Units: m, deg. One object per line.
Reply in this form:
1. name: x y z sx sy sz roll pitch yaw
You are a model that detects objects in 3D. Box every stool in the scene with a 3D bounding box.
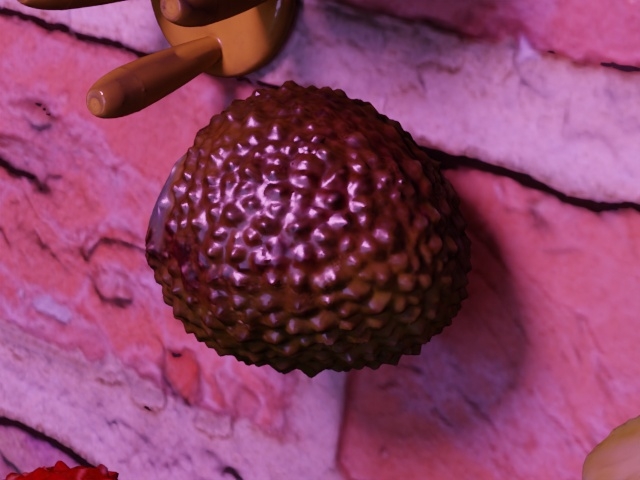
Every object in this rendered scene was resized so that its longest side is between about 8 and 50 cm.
1. stool: -0.087 -0.139 1.092 0.134 0.110 0.135 13 108 39

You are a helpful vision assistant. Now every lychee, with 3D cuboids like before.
1. lychee: 0.000 0.000 1.028 0.171 0.171 0.171 12 108 39

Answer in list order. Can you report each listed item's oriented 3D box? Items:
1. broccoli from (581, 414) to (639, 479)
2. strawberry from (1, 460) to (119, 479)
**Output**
1. broccoli: 0.153 0.197 0.875 0.288 0.248 0.245 -5 104 42
2. strawberry: -0.141 0.259 1.184 0.274 0.220 0.274 1 100 3
